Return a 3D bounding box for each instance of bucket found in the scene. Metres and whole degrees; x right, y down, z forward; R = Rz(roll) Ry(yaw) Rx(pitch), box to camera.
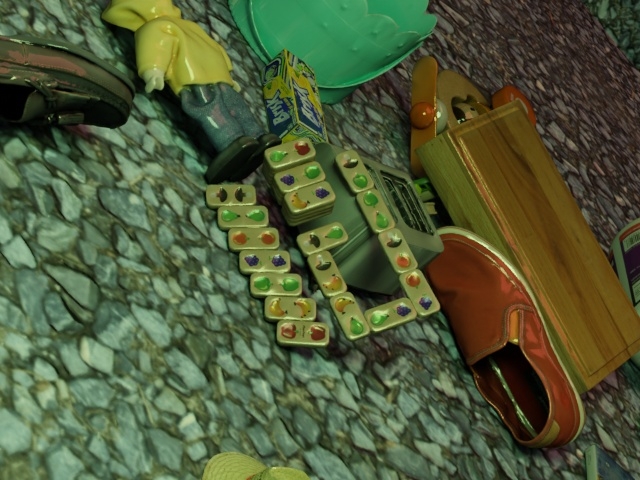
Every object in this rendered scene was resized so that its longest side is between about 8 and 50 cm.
[{"bbox_3d":[0.011,-0.346,2.019,0.281,0.183,0.281,36,29,-24],"label":"bucket"}]

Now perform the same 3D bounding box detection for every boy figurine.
[{"bbox_3d":[-0.168,-0.205,1.662,0.285,0.092,0.177,53,27,10],"label":"boy figurine"}]

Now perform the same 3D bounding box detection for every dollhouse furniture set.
[{"bbox_3d":[0.129,-0.025,1.954,0.076,0.058,0.152,43,45,-29],"label":"dollhouse furniture set"}]

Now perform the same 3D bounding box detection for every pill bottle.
[{"bbox_3d":[0.584,0.107,2.298,0.181,0.181,0.323,38,29,-21],"label":"pill bottle"}]

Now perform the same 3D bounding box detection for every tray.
[{"bbox_3d":[0.314,0.008,2.005,0.203,0.076,0.411,-26,85,-47],"label":"tray"}]

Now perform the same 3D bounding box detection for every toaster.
[{"bbox_3d":[0.047,-0.022,1.727,0.168,0.110,0.186,17,41,-46],"label":"toaster"}]

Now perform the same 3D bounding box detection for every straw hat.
[{"bbox_3d":[-0.037,0.244,1.300,0.144,0.061,0.144,36,30,-25],"label":"straw hat"}]

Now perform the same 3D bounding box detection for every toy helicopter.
[{"bbox_3d":[0.218,-0.127,2.112,0.235,0.140,0.355,35,38,-34],"label":"toy helicopter"}]

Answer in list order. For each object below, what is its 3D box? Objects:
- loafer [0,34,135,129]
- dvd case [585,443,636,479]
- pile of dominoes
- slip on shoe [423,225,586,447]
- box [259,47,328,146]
[{"bbox_3d":[-0.322,-0.153,1.372,0.302,0.109,0.095,19,58,-36],"label":"loafer"},{"bbox_3d":[0.421,0.405,1.834,0.180,0.022,0.253,42,27,-16],"label":"dvd case"},{"bbox_3d":[0.000,0.000,1.573,0.196,0.040,0.251,-19,64,-18],"label":"pile of dominoes"},{"bbox_3d":[0.230,0.125,1.814,0.101,0.123,0.331,-8,66,-55],"label":"slip on shoe"},{"bbox_3d":[-0.037,-0.181,1.872,0.059,0.054,0.169,31,31,-33],"label":"box"}]
